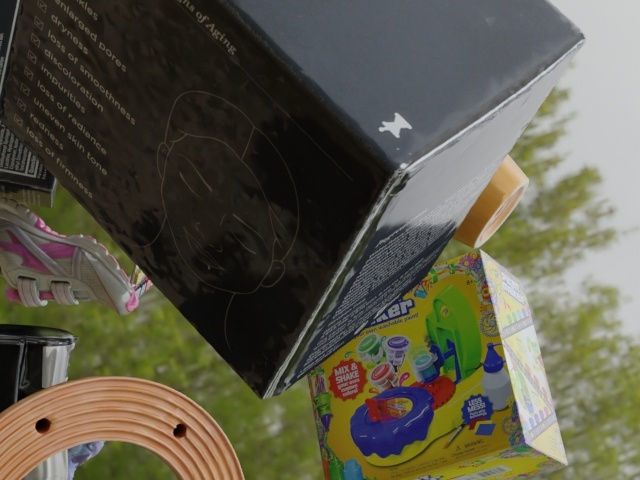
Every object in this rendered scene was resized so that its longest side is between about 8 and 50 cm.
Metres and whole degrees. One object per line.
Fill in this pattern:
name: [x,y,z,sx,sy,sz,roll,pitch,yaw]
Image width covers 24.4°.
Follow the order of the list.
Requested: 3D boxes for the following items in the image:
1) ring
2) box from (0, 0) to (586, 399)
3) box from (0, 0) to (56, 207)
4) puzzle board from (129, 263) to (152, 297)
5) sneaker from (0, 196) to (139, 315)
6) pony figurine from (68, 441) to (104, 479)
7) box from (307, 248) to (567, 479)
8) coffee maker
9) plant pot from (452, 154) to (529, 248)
ring: [-0.212,0.282,1.327,0.032,0.336,0.336,15,-57,52]
box: [-0.062,-0.170,1.561,0.480,0.297,0.472,46,-32,12]
box: [-0.465,-0.220,1.925,0.183,0.294,0.296,151,-50,-78]
puzzle board: [-0.242,0.034,2.118,0.128,0.011,0.096,-49,159,-64]
sneaker: [-0.349,0.046,1.918,0.252,0.111,0.103,24,-26,24]
pony figurine: [-0.398,0.342,1.862,0.363,0.351,0.303,-64,-148,16]
box: [0.151,0.205,2.052,0.177,0.290,0.279,33,40,-57]
coffee maker: [-0.335,0.177,1.502,0.120,0.171,0.178,7,-83,59]
plant pot: [0.189,-0.094,2.142,0.188,0.205,0.205,39,-27,13]
